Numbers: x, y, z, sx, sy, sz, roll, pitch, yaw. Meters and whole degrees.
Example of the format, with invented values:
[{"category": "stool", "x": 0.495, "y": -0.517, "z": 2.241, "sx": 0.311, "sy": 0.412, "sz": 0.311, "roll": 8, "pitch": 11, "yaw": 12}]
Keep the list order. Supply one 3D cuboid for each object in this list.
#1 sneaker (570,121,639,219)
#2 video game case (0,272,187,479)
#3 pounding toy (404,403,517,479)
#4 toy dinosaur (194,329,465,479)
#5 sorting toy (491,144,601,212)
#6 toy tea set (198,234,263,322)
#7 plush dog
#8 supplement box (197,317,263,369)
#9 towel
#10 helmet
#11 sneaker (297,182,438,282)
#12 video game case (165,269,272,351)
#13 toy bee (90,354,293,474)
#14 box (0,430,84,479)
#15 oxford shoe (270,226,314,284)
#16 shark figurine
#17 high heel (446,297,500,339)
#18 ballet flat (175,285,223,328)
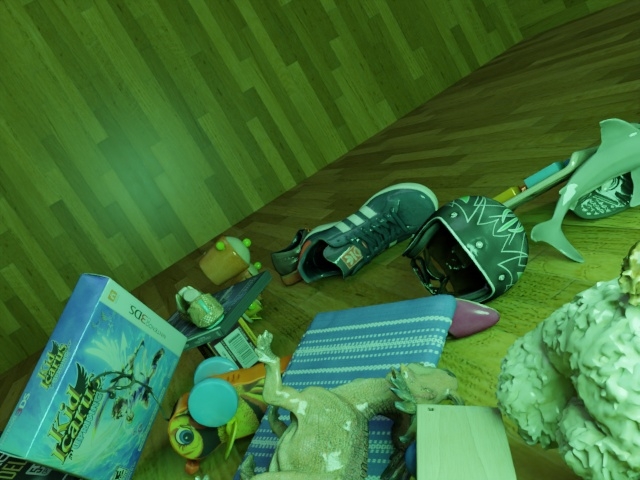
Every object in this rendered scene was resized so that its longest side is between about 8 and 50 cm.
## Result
[{"category": "sneaker", "x": 0.484, "y": -0.115, "z": 0.994, "sx": 0.227, "sy": 0.087, "sz": 0.130, "roll": -46, "pitch": -11, "yaw": 5}, {"category": "video game case", "x": -0.333, "y": 0.225, "z": 0.975, "sx": 0.061, "sy": 0.244, "sz": 0.269, "roll": 6, "pitch": 63, "yaw": 24}, {"category": "pounding toy", "x": 0.096, "y": 0.226, "z": 0.497, "sx": 0.100, "sy": 0.141, "sz": 0.130, "roll": 1, "pitch": 19, "yaw": 8}, {"category": "toy dinosaur", "x": 0.006, "y": 0.219, "z": 0.605, "sx": 0.200, "sy": 0.127, "sz": 0.296, "roll": 16, "pitch": 68, "yaw": 26}, {"category": "sorting toy", "x": 0.357, "y": -0.089, "z": 1.042, "sx": 0.208, "sy": 0.038, "sz": 0.193, "roll": -39, "pitch": -13, "yaw": 36}, {"category": "toy tea set", "x": -0.187, "y": 0.070, "z": 1.530, "sx": 0.124, "sy": 0.200, "sz": 0.336, "roll": -40, "pitch": 8, "yaw": -2}, {"category": "plush dog", "x": 0.239, "y": 0.126, "z": 0.374, "sx": 0.262, "sy": 0.225, "sz": 0.210, "roll": -21, "pitch": -26, "yaw": 20}, {"category": "supplement box", "x": -0.186, "y": 0.202, "z": 1.230, "sx": 0.081, "sy": 0.104, "sz": 0.188, "roll": -37, "pitch": 14, "yaw": -20}, {"category": "towel", "x": 0.028, "y": 0.205, "z": 0.767, "sx": 0.243, "sy": 0.040, "sz": 0.336, "roll": -15, "pitch": 34, "yaw": 39}, {"category": "helmet", "x": 0.219, "y": 0.014, "z": 0.911, "sx": 0.161, "sy": 0.169, "sz": 0.169, "roll": -42, "pitch": 4, "yaw": 36}, {"category": "sneaker", "x": 0.093, "y": 0.002, "z": 1.349, "sx": 0.350, "sy": 0.131, "sz": 0.148, "roll": -29, "pitch": 19, "yaw": 33}, {"category": "video game case", "x": -0.238, "y": 0.157, "z": 1.228, "sx": 0.274, "sy": 0.026, "sz": 0.196, "roll": -23, "pitch": 17, "yaw": 32}, {"category": "toy bee", "x": -0.160, "y": 0.259, "z": 0.940, "sx": 0.298, "sy": 0.162, "sz": 0.195, "roll": 0, "pitch": 15, "yaw": 17}, {"category": "box", "x": -0.516, "y": 0.429, "z": 0.980, "sx": 0.242, "sy": 0.076, "sz": 0.307, "roll": 1, "pitch": 22, "yaw": 14}, {"category": "oxford shoe", "x": 0.000, "y": 0.000, "z": 1.578, "sx": 0.271, "sy": 0.098, "sz": 0.097, "roll": -35, "pitch": 14, "yaw": -17}, {"category": "shark figurine", "x": 0.395, "y": -0.107, "z": 0.878, "sx": 0.278, "sy": 0.116, "sz": 0.166, "roll": -35, "pitch": 40, "yaw": 14}, {"category": "high heel", "x": 0.126, "y": 0.147, "z": 0.871, "sx": 0.244, "sy": 0.082, "sz": 0.117, "roll": -7, "pitch": 55, "yaw": 30}, {"category": "ballet flat", "x": -0.230, "y": 0.115, "z": 1.162, "sx": 0.073, "sy": 0.067, "sz": 0.206, "roll": -40, "pitch": 15, "yaw": -22}]
